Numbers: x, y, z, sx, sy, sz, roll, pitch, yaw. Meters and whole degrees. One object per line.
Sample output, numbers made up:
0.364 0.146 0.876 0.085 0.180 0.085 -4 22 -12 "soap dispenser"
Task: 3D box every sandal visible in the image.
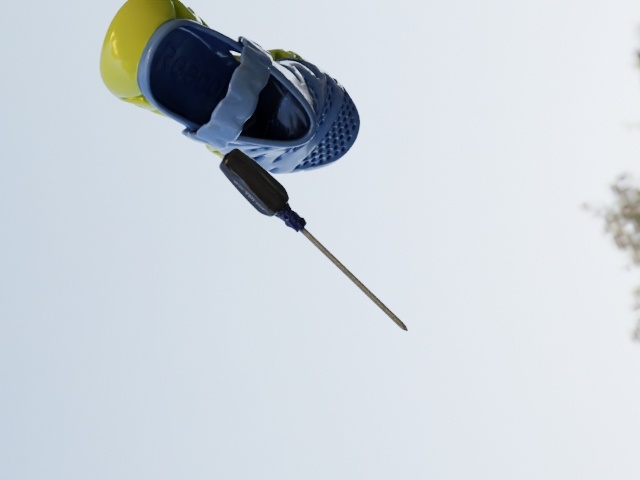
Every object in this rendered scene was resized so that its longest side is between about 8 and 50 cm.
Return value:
-0.054 -0.116 1.270 0.317 0.138 0.126 12 -75 -55 "sandal"

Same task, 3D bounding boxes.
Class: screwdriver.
0.000 0.000 0.938 0.170 0.025 0.024 40 -150 -5 "screwdriver"
